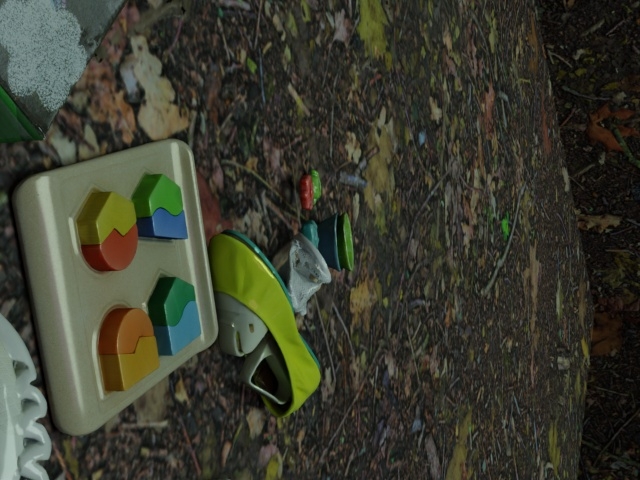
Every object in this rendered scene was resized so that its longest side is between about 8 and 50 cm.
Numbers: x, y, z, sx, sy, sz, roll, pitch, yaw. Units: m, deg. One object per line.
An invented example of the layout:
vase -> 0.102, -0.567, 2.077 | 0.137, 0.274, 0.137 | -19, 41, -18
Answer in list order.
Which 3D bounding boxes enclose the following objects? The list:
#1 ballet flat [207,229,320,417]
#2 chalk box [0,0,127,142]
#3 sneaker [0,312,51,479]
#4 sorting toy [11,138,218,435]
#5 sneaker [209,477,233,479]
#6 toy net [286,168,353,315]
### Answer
ballet flat -> -0.059, 0.091, 0.892 | 0.077, 0.077, 0.231 | -55, 142, -28
chalk box -> -0.219, -0.164, 0.473 | 0.213, 0.132, 0.132 | 62, 37, -44
sneaker -> -0.223, 0.167, 0.488 | 0.118, 0.110, 0.292 | 25, 66, -54
sorting toy -> -0.144, 0.027, 0.739 | 0.208, 0.038, 0.193 | -30, 116, -63
sneaker -> -0.004, 0.374, 0.895 | 0.135, 0.150, 0.366 | -65, 145, -44
toy net -> 0.000, 0.000, 0.990 | 0.232, 0.045, 0.122 | -67, 153, -72
